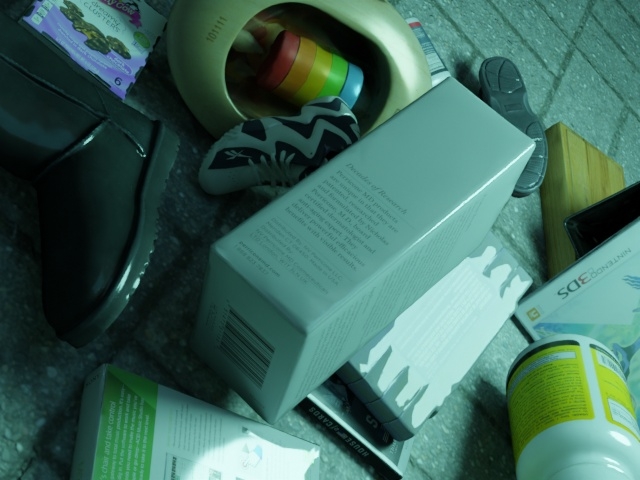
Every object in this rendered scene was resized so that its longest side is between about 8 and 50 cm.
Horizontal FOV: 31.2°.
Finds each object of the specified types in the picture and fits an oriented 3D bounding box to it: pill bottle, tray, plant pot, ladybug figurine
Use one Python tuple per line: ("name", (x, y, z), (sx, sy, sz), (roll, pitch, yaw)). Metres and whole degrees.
("pill bottle", (0.169, -0.294, 2.032), (0.108, 0.108, 0.180), (-21, 80, -51))
("tray", (0.527, -0.025, 2.240), (0.203, 0.076, 0.410), (29, 45, -29))
("pill bottle", (0.376, 0.299, 1.687), (0.188, 0.188, 0.334), (42, 24, -16))
("plant pot", (0.584, 0.015, 2.078), (0.167, 0.187, 0.188), (12, 54, -57))
("ladybug figurine", (-0.031, -0.253, 1.684), (0.449, 0.305, 0.162), (29, 10, -30))

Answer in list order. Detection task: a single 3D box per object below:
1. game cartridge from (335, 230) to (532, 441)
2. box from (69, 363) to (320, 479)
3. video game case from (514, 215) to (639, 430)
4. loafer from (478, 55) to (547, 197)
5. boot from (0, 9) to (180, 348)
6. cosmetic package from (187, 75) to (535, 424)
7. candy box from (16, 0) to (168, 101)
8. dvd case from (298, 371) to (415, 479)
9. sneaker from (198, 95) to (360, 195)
("game cartridge", (0.146, 0.094, 1.652), (0.230, 0.068, 0.355), (52, 54, -9))
("box", (-0.137, 0.300, 1.316), (0.322, 0.058, 0.232), (28, 45, -32))
("video game case", (0.544, 0.159, 1.953), (0.329, 0.300, 0.036), (52, 11, -4))
("loafer", (0.359, -0.206, 2.183), (0.109, 0.095, 0.302), (-3, 63, -9))
("boot", (-0.390, -0.122, 1.283), (0.445, 0.146, 0.367), (38, 33, -25))
("cosmetic package", (0.055, 0.004, 1.466), (0.161, 0.230, 0.453), (42, 54, 16))
("candy box", (-0.313, -0.279, 1.544), (0.165, 0.070, 0.196), (39, 41, -19))
("dvd case", (0.045, 0.200, 1.601), (0.239, 0.030, 0.179), (41, 40, -15))
("sneaker", (-0.044, -0.097, 1.563), (0.153, 0.235, 0.094), (-120, -166, -47))
